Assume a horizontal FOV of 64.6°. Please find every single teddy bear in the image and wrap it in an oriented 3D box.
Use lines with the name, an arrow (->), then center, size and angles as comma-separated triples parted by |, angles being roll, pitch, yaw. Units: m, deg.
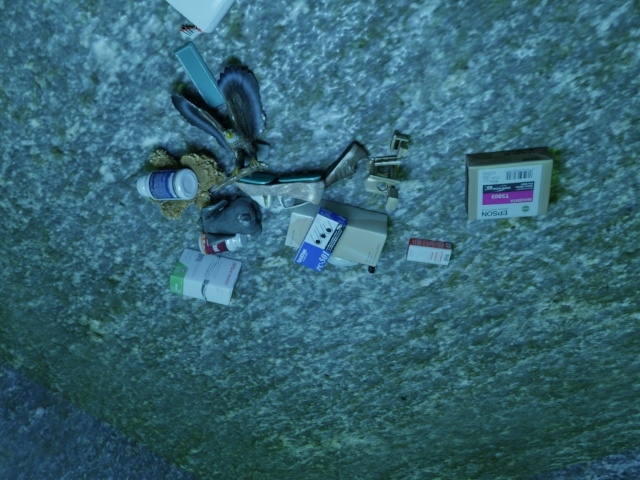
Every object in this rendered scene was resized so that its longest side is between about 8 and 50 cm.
teddy bear -> -0.450, -0.188, 1.648 | 0.245, 0.113, 0.338 | 34, 132, -8

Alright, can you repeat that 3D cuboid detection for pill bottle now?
pill bottle -> -0.341, 0.000, 1.772 | 0.152, 0.086, 0.086 | -8, 125, 14
pill bottle -> -0.467, -0.169, 1.532 | 0.170, 0.094, 0.094 | 1, 128, 23

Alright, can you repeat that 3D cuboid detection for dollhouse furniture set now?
dollhouse furniture set -> 0.188, -0.211, 1.472 | 0.101, 0.181, 0.160 | 12, 128, 0

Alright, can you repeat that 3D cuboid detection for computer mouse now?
computer mouse -> 0.101, 0.066, 1.782 | 0.193, 0.042, 0.106 | 4, 128, 6

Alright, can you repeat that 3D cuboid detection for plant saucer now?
plant saucer -> -0.345, -0.470, 1.460 | 0.067, 0.018, 0.192 | -19, 121, 21

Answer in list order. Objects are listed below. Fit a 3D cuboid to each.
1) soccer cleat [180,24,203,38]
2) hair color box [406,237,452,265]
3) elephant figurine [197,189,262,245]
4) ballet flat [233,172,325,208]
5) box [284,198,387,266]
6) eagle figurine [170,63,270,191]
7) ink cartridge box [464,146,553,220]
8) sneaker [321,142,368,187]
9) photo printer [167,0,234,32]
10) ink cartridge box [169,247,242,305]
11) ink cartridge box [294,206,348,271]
soccer cleat -> -0.342, -0.568, 1.380 | 0.083, 0.029, 0.035 | 1, 136, 11
hair color box -> 0.368, 0.038, 1.721 | 0.141, 0.043, 0.071 | 8, 128, 4
elephant figurine -> -0.321, -0.059, 1.656 | 0.240, 0.169, 0.186 | -14, 151, 8
ballet flat -> -0.138, -0.152, 1.581 | 0.316, 0.107, 0.106 | 5, 112, 22
box -> 0.052, -0.035, 1.663 | 0.311, 0.121, 0.147 | 12, 128, -1
eagle figurine -> -0.262, -0.326, 1.466 | 0.225, 0.226, 0.298 | -14, 102, 60
ink cartridge box -> 0.555, -0.166, 1.511 | 0.235, 0.088, 0.193 | -5, 125, 11
sneaker -> 0.070, -0.214, 1.561 | 0.071, 0.066, 0.188 | 33, 125, -19
photo printer -> -0.282, -0.704, 1.216 | 0.256, 0.107, 0.308 | 38, 123, -19
ink cartridge box -> -0.412, 0.131, 1.834 | 0.220, 0.160, 0.092 | 15, 129, -2
ink cartridge box -> 0.000, 0.000, 1.590 | 0.097, 0.046, 0.207 | 23, 126, -7
